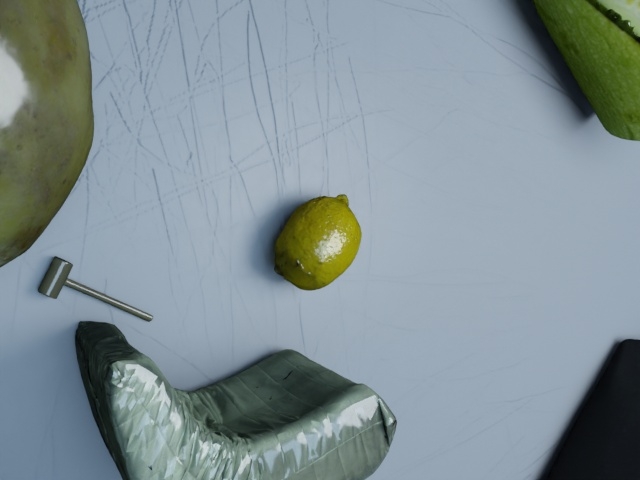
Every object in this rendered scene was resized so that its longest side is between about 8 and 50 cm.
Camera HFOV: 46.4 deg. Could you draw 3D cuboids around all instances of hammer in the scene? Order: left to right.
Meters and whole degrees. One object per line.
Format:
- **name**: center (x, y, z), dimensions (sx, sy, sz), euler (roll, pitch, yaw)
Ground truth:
- **hammer**: center (-0.207, 0.053, 0.702), dimensions (0.110, 0.019, 0.035), euler (30, 81, -30)

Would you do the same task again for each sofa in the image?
- **sofa**: center (-0.082, 0.136, 0.666), dimensions (0.225, 0.210, 0.176), euler (-18, 100, -21)

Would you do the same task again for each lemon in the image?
- **lemon**: center (0.000, 0.000, 0.762), dimensions (0.082, 0.082, 0.110), euler (43, 74, -22)

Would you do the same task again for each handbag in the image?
- **handbag**: center (0.439, 0.293, 0.888), dimensions (0.152, 0.288, 0.342), euler (39, 77, -28)

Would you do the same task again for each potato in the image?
- **potato**: center (-0.294, -0.131, 0.530), dimensions (0.243, 0.221, 0.326), euler (-31, 106, -32)

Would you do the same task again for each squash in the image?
- **squash**: center (0.359, -0.300, 0.851), dimensions (0.233, 0.210, 0.309), euler (-48, 117, -30)
